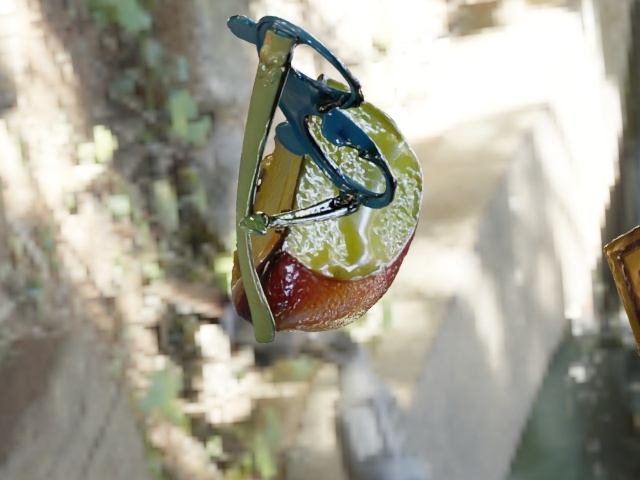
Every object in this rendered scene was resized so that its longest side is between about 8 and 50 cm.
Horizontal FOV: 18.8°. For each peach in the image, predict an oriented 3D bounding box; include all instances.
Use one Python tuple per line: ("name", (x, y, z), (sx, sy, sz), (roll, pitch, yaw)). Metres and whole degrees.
("peach", (0.006, 0.000, 1.846), (0.159, 0.154, 0.267), (127, -21, -51))

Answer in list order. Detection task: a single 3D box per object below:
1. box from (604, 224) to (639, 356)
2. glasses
("box", (0.335, 0.135, 1.472), (0.193, 0.084, 0.301), (14, 54, -52))
("glasses", (-0.007, -0.038, 1.425), (0.239, 0.102, 0.206), (64, 25, -60))
